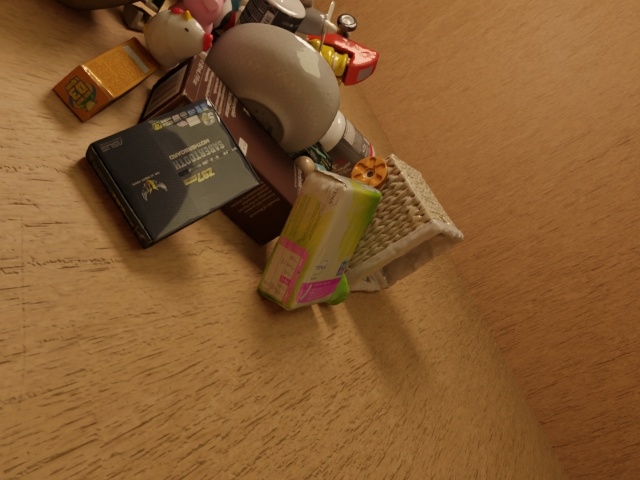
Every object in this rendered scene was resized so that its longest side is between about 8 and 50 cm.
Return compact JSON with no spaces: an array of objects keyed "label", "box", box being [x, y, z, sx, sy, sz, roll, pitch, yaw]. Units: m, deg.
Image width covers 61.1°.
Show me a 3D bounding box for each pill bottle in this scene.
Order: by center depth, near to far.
[{"label":"pill bottle","box":[-0.151,-0.489,1.323,0.130,0.245,0.130,24,42,-23]},{"label":"pill bottle","box":[0.036,-0.334,1.815,0.318,0.176,0.176,34,33,-48]}]

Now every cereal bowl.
[{"label":"cereal bowl","box":[-0.132,-0.324,1.274,0.339,0.339,0.141,46,52,-33]}]

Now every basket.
[{"label":"basket","box":[0.193,-0.035,1.600,0.266,0.331,0.328,61,20,17]}]

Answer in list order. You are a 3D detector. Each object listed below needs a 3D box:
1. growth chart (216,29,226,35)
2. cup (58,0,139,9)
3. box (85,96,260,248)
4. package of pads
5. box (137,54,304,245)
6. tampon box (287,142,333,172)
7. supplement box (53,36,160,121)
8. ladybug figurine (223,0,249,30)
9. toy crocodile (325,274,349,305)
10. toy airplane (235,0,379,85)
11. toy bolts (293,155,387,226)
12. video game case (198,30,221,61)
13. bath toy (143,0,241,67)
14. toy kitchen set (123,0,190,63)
[{"label":"growth chart","box":[-0.314,-0.672,1.683,0.237,0.021,0.172,34,33,-50]},{"label":"cup","box":[-0.426,-0.576,1.013,0.331,0.237,0.331,48,24,-30]},{"label":"box","box":[-0.243,-0.119,0.924,0.233,0.059,0.183,-33,95,-33]},{"label":"package of pads","box":[0.000,0.000,1.176,0.101,0.296,0.229,29,11,22]},{"label":"box","box":[-0.194,-0.186,1.173,0.381,0.143,0.191,47,25,-35]},{"label":"tampon box","box":[-0.041,-0.228,1.612,0.120,0.101,0.161,52,22,-21]},{"label":"supplement box","box":[-0.378,-0.297,0.984,0.080,0.078,0.233,50,23,-24]},{"label":"ladybug figurine","box":[-0.266,-0.744,1.622,0.305,0.162,0.449,52,19,-13]},{"label":"toy crocodile","box":[-0.016,0.003,1.391,0.340,0.105,0.115,62,-1,11]},{"label":"toy airplane","box":[-0.073,-0.492,1.500,0.386,0.384,0.272,31,43,-50]},{"label":"toy bolts","box":[0.040,-0.165,1.404,0.229,0.218,0.158,22,-13,34]},{"label":"video game case","box":[-0.309,-0.549,1.535,0.190,0.022,0.173,26,40,-54]},{"label":"bath toy","box":[-0.240,-0.483,1.128,0.348,0.129,0.151,-71,161,-44]},{"label":"toy kitchen set","box":[-0.311,-0.528,1.220,0.166,0.207,0.122,41,17,3]}]
